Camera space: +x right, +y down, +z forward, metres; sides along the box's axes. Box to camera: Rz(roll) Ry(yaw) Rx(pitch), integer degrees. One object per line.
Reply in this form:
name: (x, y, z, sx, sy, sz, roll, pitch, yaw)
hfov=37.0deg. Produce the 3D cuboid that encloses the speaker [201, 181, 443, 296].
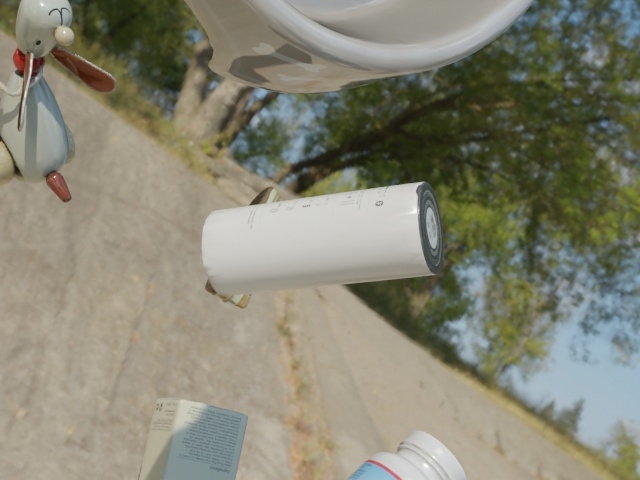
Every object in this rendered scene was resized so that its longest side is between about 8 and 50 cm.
speaker: (0.000, 0.000, 0.564, 0.136, 0.055, 0.055, -7, -22, 20)

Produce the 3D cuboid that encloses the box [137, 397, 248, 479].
box: (-0.187, 0.356, 1.280, 0.113, 0.275, 0.094, 21, -18, -28)

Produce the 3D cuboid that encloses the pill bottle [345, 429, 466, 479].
pill bottle: (0.049, 0.239, 0.817, 0.087, 0.160, 0.087, 39, -26, 24)

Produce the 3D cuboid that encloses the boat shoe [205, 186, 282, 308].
boat shoe: (-0.089, 0.013, 1.307, 0.072, 0.190, 0.068, 35, -32, -13)

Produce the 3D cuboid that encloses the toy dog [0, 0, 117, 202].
toy dog: (-0.403, -0.182, 1.393, 0.161, 0.220, 0.334, 42, -26, 18)

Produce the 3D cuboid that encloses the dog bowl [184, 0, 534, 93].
dog bowl: (0.025, -0.255, 0.562, 0.348, 0.349, 0.102, 37, -9, -35)
